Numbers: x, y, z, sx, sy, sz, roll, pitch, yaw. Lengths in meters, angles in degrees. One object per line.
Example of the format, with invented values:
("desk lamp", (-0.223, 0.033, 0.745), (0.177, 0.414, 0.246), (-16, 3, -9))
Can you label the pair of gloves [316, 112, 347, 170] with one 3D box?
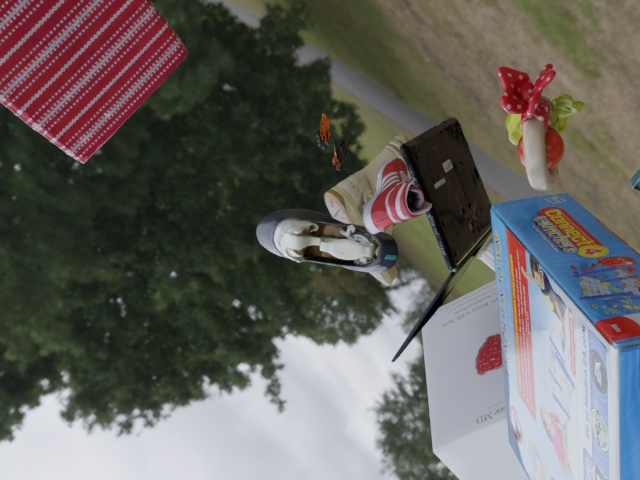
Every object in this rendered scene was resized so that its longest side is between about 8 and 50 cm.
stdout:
("pair of gloves", (0.020, -0.165, 1.404), (0.083, 0.010, 0.074), (51, -145, -32))

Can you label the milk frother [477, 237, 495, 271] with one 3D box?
("milk frother", (0.395, 0.071, 1.758), (0.135, 0.143, 0.129), (43, -159, 19))

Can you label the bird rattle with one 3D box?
("bird rattle", (0.385, -0.190, 1.446), (0.253, 0.143, 0.206), (2, -96, -74))

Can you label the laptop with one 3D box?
("laptop", (0.145, -0.010, 1.155), (0.234, 0.137, 0.264), (-35, -76, -60))

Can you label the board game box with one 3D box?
("board game box", (0.256, 0.149, 0.793), (0.302, 0.086, 0.308), (-106, 6, -66))

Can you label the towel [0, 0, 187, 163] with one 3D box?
("towel", (-0.282, -0.223, 0.919), (0.031, 0.199, 0.275), (41, 176, 34))

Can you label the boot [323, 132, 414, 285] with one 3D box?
("boot", (0.135, -0.055, 1.601), (0.095, 0.203, 0.262), (29, 157, 49))

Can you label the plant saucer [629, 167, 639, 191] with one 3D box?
("plant saucer", (0.602, -0.166, 1.447), (0.018, 0.192, 0.067), (46, -159, 26))

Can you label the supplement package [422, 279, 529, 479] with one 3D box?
("supplement package", (0.280, 0.229, 1.298), (0.175, 0.178, 0.293), (49, -156, -27))

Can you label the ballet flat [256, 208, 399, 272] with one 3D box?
("ballet flat", (0.000, 0.000, 1.086), (0.203, 0.074, 0.074), (11, 171, 19))

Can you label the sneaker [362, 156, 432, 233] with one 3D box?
("sneaker", (0.092, -0.057, 0.914), (0.042, 0.067, 0.118), (50, -140, -25))
